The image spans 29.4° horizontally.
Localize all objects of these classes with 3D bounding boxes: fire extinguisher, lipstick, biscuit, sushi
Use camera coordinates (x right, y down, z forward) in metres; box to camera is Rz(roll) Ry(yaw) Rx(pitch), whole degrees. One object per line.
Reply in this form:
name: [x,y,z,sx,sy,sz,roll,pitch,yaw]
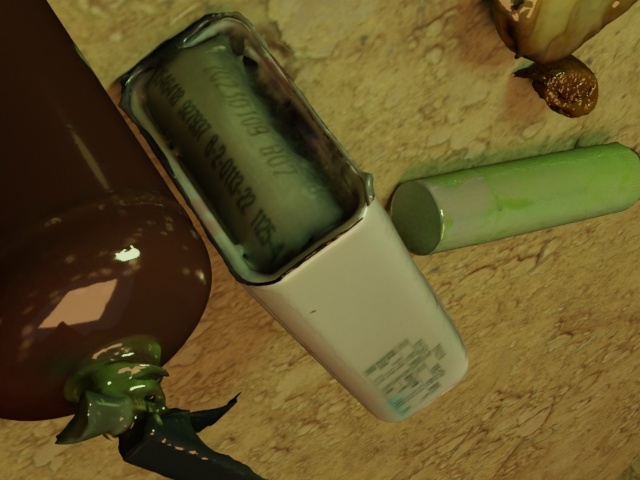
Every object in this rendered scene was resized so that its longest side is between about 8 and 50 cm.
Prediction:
fire extinguisher: [-0.131,-0.031,0.520,0.114,0.337,0.135,-43,154,19]
lipstick: [0.199,-0.043,1.175,0.304,0.076,0.076,-13,145,-39]
biscuit: [0.248,-0.255,0.928,0.299,0.045,0.154,-46,150,16]
sushi: [0.214,-0.138,1.076,0.099,0.047,0.050,30,101,-43]

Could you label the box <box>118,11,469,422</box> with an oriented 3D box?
box: [0.000,0.000,0.890,0.112,0.190,0.370,-36,154,-1]
